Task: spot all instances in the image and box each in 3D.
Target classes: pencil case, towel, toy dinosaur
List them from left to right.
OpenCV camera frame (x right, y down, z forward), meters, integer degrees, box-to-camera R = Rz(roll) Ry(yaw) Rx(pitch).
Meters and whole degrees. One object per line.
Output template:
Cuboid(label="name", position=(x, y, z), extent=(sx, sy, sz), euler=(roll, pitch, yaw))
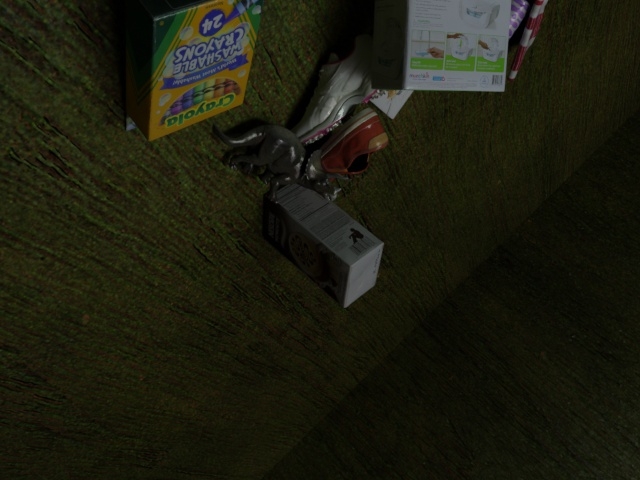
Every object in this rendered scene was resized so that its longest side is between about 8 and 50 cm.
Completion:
Cuboid(label="toy dinosaur", position=(-0.098, -0.188, 1.479), extent=(0.160, 0.121, 0.313), euler=(-42, 120, 15))
Cuboid(label="pencil case", position=(0.466, -0.559, 1.803), extent=(0.206, 0.088, 0.086), euler=(-54, 161, 14))
Cuboid(label="towel", position=(0.592, -0.623, 1.844), extent=(0.329, 0.037, 0.237), euler=(99, 18, -48))

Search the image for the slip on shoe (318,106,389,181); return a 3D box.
Cuboid(label="slip on shoe", position=(0.059, -0.194, 1.613), extent=(0.123, 0.101, 0.331), euler=(-33, 177, -29))

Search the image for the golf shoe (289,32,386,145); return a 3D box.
Cuboid(label="golf shoe", position=(0.033, -0.328, 1.501), extent=(0.306, 0.140, 0.115), euler=(-35, -176, 22))

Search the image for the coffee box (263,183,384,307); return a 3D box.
Cuboid(label="coffee box", position=(0.000, 0.000, 1.664), extent=(0.119, 0.297, 0.168), euler=(-34, 149, -29))

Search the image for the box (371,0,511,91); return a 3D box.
Cuboid(label="box", position=(0.246, -0.418, 1.369), extent=(0.262, 0.127, 0.231), euler=(-7, 105, -28))

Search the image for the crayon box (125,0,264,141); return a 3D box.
Cuboid(label="crayon box", position=(-0.216, -0.295, 1.137), extent=(0.203, 0.083, 0.323), euler=(-30, 161, -29))

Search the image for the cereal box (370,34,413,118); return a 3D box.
Cuboid(label="cereal box", position=(0.166, -0.406, 1.628), extent=(0.173, 0.047, 0.240), euler=(-53, 151, 10))
